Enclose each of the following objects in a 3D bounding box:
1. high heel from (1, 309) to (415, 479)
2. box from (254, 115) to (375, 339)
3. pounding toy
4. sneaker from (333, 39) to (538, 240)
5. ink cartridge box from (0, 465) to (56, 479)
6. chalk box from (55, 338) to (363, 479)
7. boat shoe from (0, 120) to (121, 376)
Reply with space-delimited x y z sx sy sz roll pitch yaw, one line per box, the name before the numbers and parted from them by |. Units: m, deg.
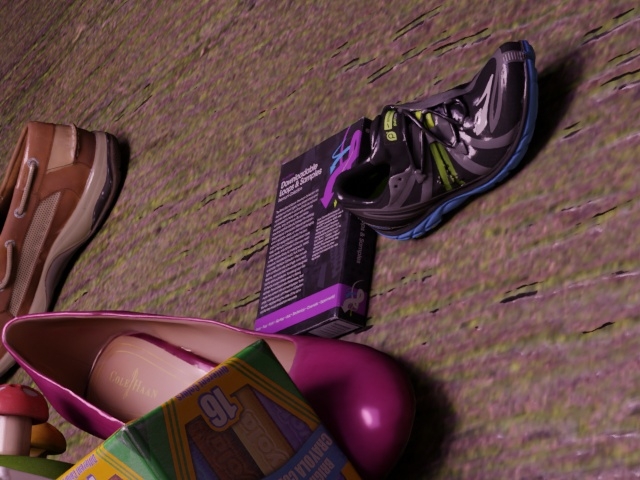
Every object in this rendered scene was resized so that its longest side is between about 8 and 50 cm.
high heel | -0.090 0.106 1.159 0.377 0.181 0.127 -12 57 59
box | 0.000 0.000 1.243 0.116 0.029 0.162 -26 51 53
pounding toy | -0.201 0.175 1.251 0.183 0.237 0.110 -22 60 55
sneaker | 0.075 -0.064 1.093 0.188 0.078 0.067 -42 38 41
ink cartridge box | -0.134 0.256 1.097 0.092 0.218 0.158 -49 33 35
chalk box | -0.047 0.196 1.027 0.213 0.132 0.132 55 135 6
boat shoe | -0.327 0.005 1.741 0.324 0.120 0.122 -58 29 21
